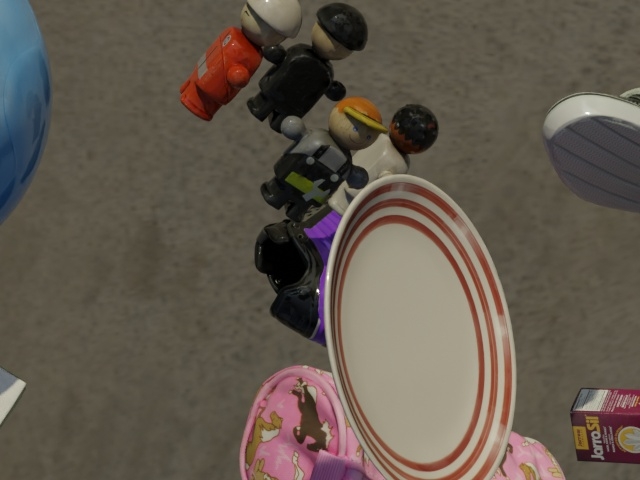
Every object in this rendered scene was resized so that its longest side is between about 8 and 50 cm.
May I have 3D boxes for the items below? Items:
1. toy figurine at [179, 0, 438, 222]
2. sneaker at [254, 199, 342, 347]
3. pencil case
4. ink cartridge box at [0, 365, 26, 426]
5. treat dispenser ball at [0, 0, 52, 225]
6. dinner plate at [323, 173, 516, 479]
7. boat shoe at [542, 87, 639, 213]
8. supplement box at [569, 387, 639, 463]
[{"bbox_3d":[-0.001,-0.130,1.475,0.148,0.213,0.209,-47,68,18],"label":"toy figurine"},{"bbox_3d":[0.000,0.000,1.796,0.146,0.293,0.102,18,130,-8],"label":"sneaker"},{"bbox_3d":[0.096,0.245,1.623,0.160,0.386,0.167,-21,60,39],"label":"pencil case"},{"bbox_3d":[-0.324,0.168,1.163,0.109,0.062,0.209,33,72,-5],"label":"ink cartridge box"},{"bbox_3d":[-0.338,-0.106,1.111,0.288,0.288,0.288,3,97,28],"label":"treat dispenser ball"},{"bbox_3d":[0.041,0.042,0.653,0.017,0.141,0.141,-14,88,37],"label":"dinner plate"},{"bbox_3d":[0.344,-0.102,1.660,0.121,0.335,0.119,-31,55,33],"label":"boat shoe"},{"bbox_3d":[0.269,0.164,1.377,0.083,0.043,0.055,-2,116,26],"label":"supplement box"}]
